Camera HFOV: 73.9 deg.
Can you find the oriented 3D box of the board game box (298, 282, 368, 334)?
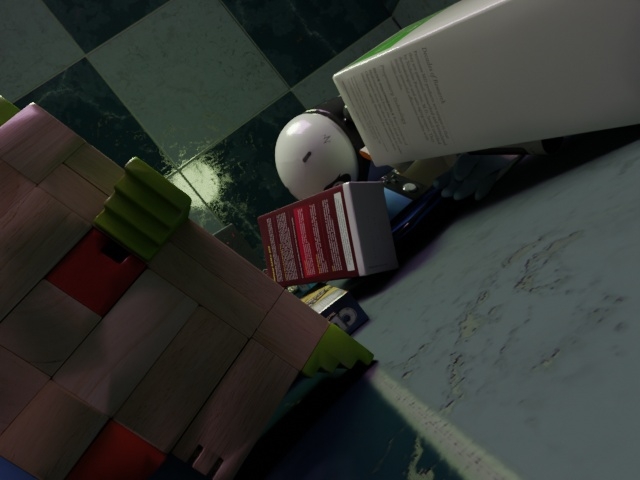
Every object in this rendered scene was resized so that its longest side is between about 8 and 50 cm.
[{"bbox_3d":[-0.036,0.128,0.588,0.165,0.042,0.243,-38,2,-7],"label":"board game box"}]

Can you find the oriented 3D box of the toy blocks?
[{"bbox_3d":[-0.186,0.091,0.329,0.261,0.381,0.191,-56,8,-23],"label":"toy blocks"}]

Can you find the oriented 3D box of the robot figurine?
[{"bbox_3d":[0.050,-0.170,0.770,0.174,0.209,0.278,19,42,41],"label":"robot figurine"}]

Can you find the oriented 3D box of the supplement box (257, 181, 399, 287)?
[{"bbox_3d":[0.000,0.000,0.664,0.073,0.130,0.239,-7,-4,-40],"label":"supplement box"}]

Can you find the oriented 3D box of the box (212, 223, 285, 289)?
[{"bbox_3d":[-0.245,0.118,1.175,0.143,0.270,0.165,-37,3,39],"label":"box"}]

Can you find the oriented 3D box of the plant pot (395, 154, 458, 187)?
[{"bbox_3d":[0.252,-0.154,0.941,0.109,0.096,0.109,-38,2,37],"label":"plant pot"}]

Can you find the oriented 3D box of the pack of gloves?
[{"bbox_3d":[0.209,-0.141,0.692,0.232,0.195,0.046,-39,-29,-31],"label":"pack of gloves"}]

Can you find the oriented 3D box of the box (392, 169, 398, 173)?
[{"bbox_3d":[0.160,-0.231,1.418,0.395,0.293,0.212,-38,2,25],"label":"box"}]

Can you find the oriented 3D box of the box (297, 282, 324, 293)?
[{"bbox_3d":[0.043,0.030,1.047,0.244,0.060,0.100,-40,3,-21],"label":"box"}]

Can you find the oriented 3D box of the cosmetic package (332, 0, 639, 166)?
[{"bbox_3d":[0.219,-0.216,0.506,0.366,0.155,0.197,-1,35,51],"label":"cosmetic package"}]

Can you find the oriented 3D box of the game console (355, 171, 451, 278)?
[{"bbox_3d":[0.117,-0.086,0.773,0.293,0.250,0.173,-40,-34,-34],"label":"game console"}]

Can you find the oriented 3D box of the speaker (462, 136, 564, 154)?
[{"bbox_3d":[0.258,-0.146,0.589,0.055,0.055,0.136,-40,28,-21],"label":"speaker"}]

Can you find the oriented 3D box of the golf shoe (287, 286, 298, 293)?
[{"bbox_3d":[-0.053,0.109,1.215,0.086,0.069,0.176,-18,-2,-20],"label":"golf shoe"}]
